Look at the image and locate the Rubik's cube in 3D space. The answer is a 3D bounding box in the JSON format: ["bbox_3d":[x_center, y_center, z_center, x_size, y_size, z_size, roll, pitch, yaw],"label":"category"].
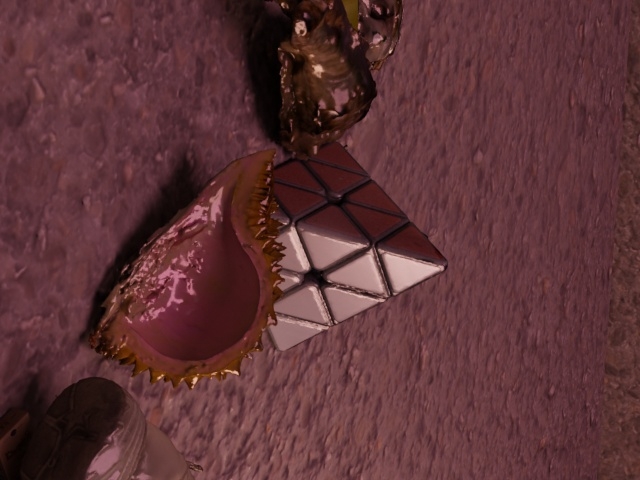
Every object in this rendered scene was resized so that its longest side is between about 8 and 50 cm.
[{"bbox_3d":[0.001,-0.002,1.716,0.228,0.233,0.229,60,-9,0],"label":"Rubik's cube"}]

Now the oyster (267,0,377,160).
[{"bbox_3d":[-0.005,-0.243,1.632,0.337,0.133,0.198,64,30,-60],"label":"oyster"}]

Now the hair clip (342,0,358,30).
[{"bbox_3d":[0.028,-0.343,1.744,0.060,0.033,0.188,-49,135,-44],"label":"hair clip"}]

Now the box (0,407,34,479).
[{"bbox_3d":[-0.318,0.222,1.334,0.053,0.024,0.083,-48,138,-44],"label":"box"}]

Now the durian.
[{"bbox_3d":[-0.120,0.056,1.523,0.305,0.185,0.195,-58,172,-18],"label":"durian"}]

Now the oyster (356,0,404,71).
[{"bbox_3d":[0.074,-0.311,1.834,0.108,0.053,0.165,-16,115,-52],"label":"oyster"}]

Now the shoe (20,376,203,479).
[{"bbox_3d":[-0.246,0.333,1.322,0.210,0.132,0.342,44,69,-41],"label":"shoe"}]
